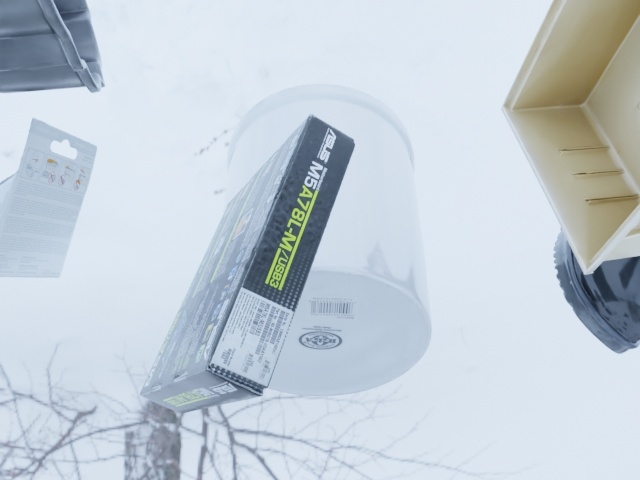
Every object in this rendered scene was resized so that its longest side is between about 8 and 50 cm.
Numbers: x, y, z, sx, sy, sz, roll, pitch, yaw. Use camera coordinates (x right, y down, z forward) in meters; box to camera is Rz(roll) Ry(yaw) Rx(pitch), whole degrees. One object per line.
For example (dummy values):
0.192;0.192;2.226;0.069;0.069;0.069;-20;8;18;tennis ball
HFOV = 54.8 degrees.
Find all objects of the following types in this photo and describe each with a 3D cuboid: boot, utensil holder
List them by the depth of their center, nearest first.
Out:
0.529;-0.091;0.815;0.146;0.367;0.445;35;130;-12;boot
0.000;0.000;0.965;0.328;0.385;0.327;0;137;0;utensil holder

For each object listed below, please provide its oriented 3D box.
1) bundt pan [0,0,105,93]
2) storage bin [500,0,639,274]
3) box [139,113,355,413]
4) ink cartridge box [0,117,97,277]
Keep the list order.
-0.286;-0.266;0.488;0.124;0.330;0.330;-17;141;-10;bundt pan
0.338;-0.148;0.659;0.123;0.262;0.260;-6;146;-11;storage bin
-0.058;0.026;0.455;0.045;0.190;0.184;27;151;-15;box
-0.338;-0.045;0.727;0.045;0.179;0.145;14;178;9;ink cartridge box
